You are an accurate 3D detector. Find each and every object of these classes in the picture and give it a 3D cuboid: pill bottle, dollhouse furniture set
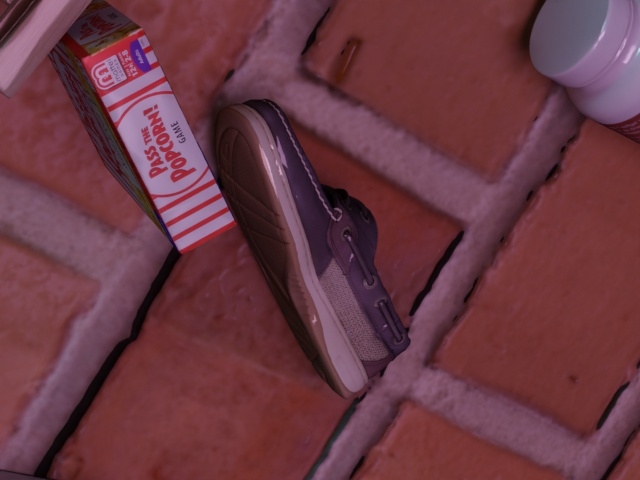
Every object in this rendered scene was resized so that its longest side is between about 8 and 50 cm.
[{"bbox_3d":[0.285,-0.140,1.100,0.216,0.121,0.121,21,100,-30],"label":"pill bottle"},{"bbox_3d":[-0.233,-0.176,0.832,0.123,0.151,0.144,40,88,-31],"label":"dollhouse furniture set"}]

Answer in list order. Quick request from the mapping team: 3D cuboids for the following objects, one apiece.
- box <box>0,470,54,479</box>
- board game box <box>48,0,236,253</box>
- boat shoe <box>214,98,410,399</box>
[{"bbox_3d":[-0.264,0.255,1.022,0.170,0.091,0.130,17,102,-29],"label":"box"},{"bbox_3d":[-0.133,-0.091,0.886,0.045,0.193,0.146,-30,119,-11],"label":"board game box"},{"bbox_3d":[0.000,0.000,1.042,0.092,0.103,0.285,-32,123,-16],"label":"boat shoe"}]
